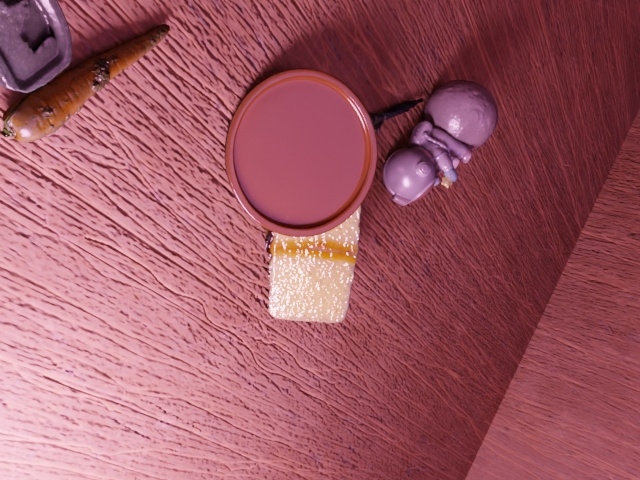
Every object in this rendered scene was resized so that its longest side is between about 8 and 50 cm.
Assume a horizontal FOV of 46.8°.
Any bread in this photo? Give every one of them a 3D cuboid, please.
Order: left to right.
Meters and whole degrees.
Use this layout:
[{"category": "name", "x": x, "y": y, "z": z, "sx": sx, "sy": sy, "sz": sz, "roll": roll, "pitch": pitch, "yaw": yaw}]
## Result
[{"category": "bread", "x": 0.000, "y": 0.000, "z": 1.241, "sx": 0.178, "sy": 0.142, "sz": 0.266, "roll": -40, "pitch": 141, "yaw": -59}]

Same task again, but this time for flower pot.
[{"category": "flower pot", "x": -0.326, "y": -0.231, "z": 0.648, "sx": 0.103, "sy": 0.108, "sz": 0.229, "roll": -56, "pitch": 143, "yaw": -17}]

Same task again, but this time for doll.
[{"category": "doll", "x": 0.223, "y": -0.185, "z": 1.432, "sx": 0.287, "sy": 0.151, "sz": 0.151, "roll": -49, "pitch": 142, "yaw": -17}]

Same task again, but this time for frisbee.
[{"category": "frisbee", "x": -0.026, "y": -0.129, "z": 1.108, "sx": 0.251, "sy": 0.021, "sz": 0.250, "roll": -5, "pitch": 100, "yaw": -27}]

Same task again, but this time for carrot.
[{"category": "carrot", "x": -0.255, "y": -0.186, "z": 0.836, "sx": 0.254, "sy": 0.049, "sz": 0.049, "roll": -49, "pitch": 142, "yaw": -35}]

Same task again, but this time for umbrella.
[{"category": "umbrella", "x": 0.122, "y": -0.222, "z": 1.345, "sx": 0.269, "sy": 0.044, "sz": 0.044, "roll": -25, "pitch": 158, "yaw": -45}]
